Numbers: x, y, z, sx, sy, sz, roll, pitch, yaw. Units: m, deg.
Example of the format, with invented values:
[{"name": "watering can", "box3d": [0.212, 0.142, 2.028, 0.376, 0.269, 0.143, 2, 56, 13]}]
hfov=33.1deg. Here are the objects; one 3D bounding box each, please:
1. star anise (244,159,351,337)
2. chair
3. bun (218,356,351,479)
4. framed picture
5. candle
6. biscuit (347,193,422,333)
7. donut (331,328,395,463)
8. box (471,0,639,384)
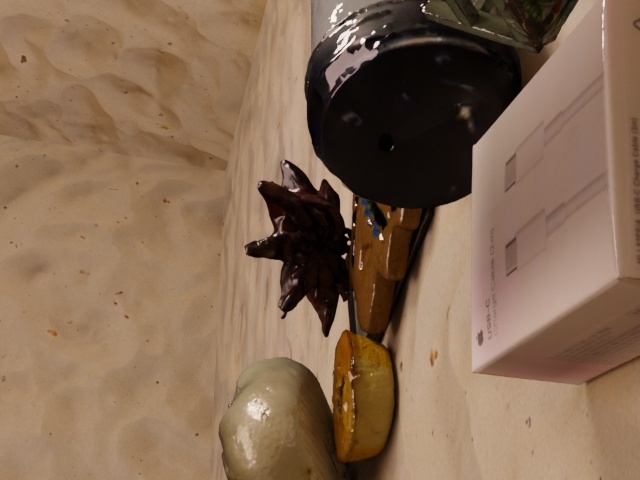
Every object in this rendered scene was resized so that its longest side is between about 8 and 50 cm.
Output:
[{"name": "star anise", "box3d": [0.000, 0.000, 1.541, 0.102, 0.272, 0.272, -15, 59, 33]}, {"name": "chair", "box3d": [0.191, -0.238, 0.864, 0.270, 0.147, 0.136, 24, 81, 37]}, {"name": "bun", "box3d": [-0.053, 0.299, 1.470, 0.273, 0.168, 0.273, -17, -90, -83]}, {"name": "framed picture", "box3d": [0.088, -0.001, 1.525, 0.265, 0.016, 0.347, -93, 16, -48]}, {"name": "candle", "box3d": [0.094, -0.209, 1.147, 0.342, 0.221, 0.221, -89, 13, -47]}, {"name": "biscuit", "box3d": [0.084, -0.042, 1.427, 0.301, 0.043, 0.278, 110, 164, -46]}, {"name": "donut", "box3d": [0.055, 0.208, 1.418, 0.178, 0.065, 0.162, -95, 13, -47]}, {"name": "box", "box3d": [0.197, -0.023, 0.773, 0.252, 0.106, 0.203, 122, 152, -67]}]
